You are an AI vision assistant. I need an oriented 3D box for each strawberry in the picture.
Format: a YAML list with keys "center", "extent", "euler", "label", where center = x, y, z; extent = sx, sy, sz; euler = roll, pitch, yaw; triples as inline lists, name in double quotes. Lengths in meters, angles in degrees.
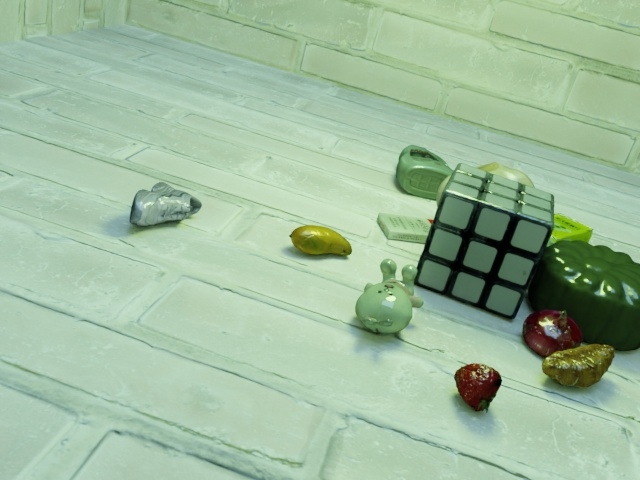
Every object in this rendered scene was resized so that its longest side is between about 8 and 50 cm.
- center: [0.327, 0.300, 1.360]
  extent: [0.106, 0.106, 0.106]
  euler: [12, 25, -6]
  label: "strawberry"

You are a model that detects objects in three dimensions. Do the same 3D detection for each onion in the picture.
- center: [0.590, 0.216, 1.629]
  extent: [0.149, 0.140, 0.150]
  euler: [1, 38, -1]
  label: "onion"

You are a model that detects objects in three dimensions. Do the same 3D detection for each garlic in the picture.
- center: [0.553, -0.124, 2.182]
  extent: [0.317, 0.260, 0.317]
  euler: [-18, 6, 2]
  label: "garlic"

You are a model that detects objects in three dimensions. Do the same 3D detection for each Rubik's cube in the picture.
- center: [0.465, -0.009, 1.830]
  extent: [0.303, 0.301, 0.305]
  euler: [19, 25, 10]
  label: "Rubik's cube"

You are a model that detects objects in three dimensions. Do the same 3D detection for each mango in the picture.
- center: [0.000, 0.000, 1.822]
  extent: [0.190, 0.075, 0.098]
  euler: [7, 42, -25]
  label: "mango"

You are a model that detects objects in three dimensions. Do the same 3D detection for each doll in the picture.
- center: [0.167, 0.153, 1.572]
  extent: [0.154, 0.113, 0.275]
  euler: [12, 31, 14]
  label: "doll"

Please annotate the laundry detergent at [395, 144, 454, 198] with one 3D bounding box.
- center: [0.417, -0.291, 2.600]
  extent: [0.263, 0.125, 0.398]
  euler: [10, 24, -7]
  label: "laundry detergent"

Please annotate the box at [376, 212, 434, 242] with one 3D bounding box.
- center: [0.316, -0.036, 2.113]
  extent: [0.245, 0.035, 0.139]
  euler: [7, 26, -17]
  label: "box"

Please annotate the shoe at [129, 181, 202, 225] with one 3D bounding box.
- center: [-0.418, -0.088, 1.751]
  extent: [0.137, 0.095, 0.245]
  euler: [15, 19, 6]
  label: "shoe"

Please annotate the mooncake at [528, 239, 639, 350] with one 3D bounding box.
- center: [0.776, 0.141, 1.824]
  extent: [0.356, 0.194, 0.356]
  euler: [13, 24, -6]
  label: "mooncake"

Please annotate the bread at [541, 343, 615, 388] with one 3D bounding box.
- center: [0.617, 0.303, 1.540]
  extent: [0.232, 0.076, 0.105]
  euler: [-9, 22, -29]
  label: "bread"

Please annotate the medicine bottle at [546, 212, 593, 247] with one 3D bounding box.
- center: [0.778, 0.006, 2.166]
  extent: [0.250, 0.141, 0.137]
  euler: [-9, 30, -41]
  label: "medicine bottle"
